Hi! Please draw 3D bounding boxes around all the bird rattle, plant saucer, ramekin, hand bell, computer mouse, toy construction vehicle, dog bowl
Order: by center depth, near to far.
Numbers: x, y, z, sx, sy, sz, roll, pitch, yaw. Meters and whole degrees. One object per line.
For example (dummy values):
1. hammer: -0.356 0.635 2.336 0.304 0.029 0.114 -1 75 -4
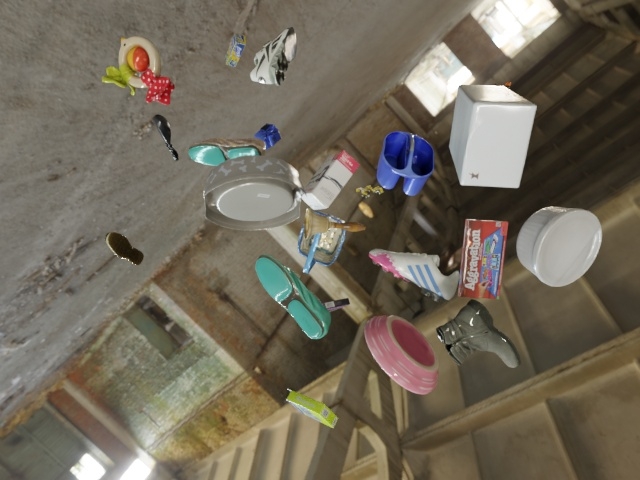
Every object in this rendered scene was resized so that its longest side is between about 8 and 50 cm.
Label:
1. dog bowl: -0.216 -0.152 1.383 0.349 0.102 0.349 -7 157 -3
2. ramekin: 0.792 0.010 1.420 0.273 0.273 0.127 -44 -153 0
3. bird rattle: -0.612 -0.579 1.426 0.143 0.254 0.206 -27 130 -57
4. computer mouse: -0.515 -0.347 1.436 0.041 0.071 0.242 -33 168 -14
5. plant saucer: 0.313 0.397 1.545 0.084 0.332 0.332 -51 -178 22
6. hand bell: 0.063 -0.061 1.688 0.126 0.242 0.126 -177 -90 -79
7. toy construction vehicle: 0.216 -0.222 1.844 0.086 0.035 0.098 -27 -148 -24

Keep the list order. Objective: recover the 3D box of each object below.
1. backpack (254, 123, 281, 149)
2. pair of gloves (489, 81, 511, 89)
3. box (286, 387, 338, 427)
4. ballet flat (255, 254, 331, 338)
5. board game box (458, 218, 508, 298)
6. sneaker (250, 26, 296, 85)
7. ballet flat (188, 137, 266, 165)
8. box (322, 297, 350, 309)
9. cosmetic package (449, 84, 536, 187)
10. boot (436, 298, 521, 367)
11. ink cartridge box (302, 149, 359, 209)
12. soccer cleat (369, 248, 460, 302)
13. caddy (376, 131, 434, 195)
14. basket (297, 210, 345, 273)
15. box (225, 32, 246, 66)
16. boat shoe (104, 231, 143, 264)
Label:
1. backpack: -0.266 -0.515 2.101 0.101 0.098 0.120 22 -122 40
2. pair of gloves: 0.645 -0.547 1.531 0.083 0.010 0.074 18 -111 44
3. box: -0.037 0.579 1.460 0.178 0.109 0.042 6 -129 41
4. ballet flat: -0.064 0.131 1.037 0.083 0.247 0.087 -42 175 27
5. board game box: 0.582 0.068 1.512 0.027 0.145 0.281 -70 163 -82
6. sneaker: -0.195 -0.768 1.731 0.122 0.146 0.330 73 29 -51
7. ballet flat: -0.352 -0.349 1.624 0.106 0.316 0.107 -70 159 -44
8. box: 0.016 0.253 1.560 0.116 0.029 0.162 -5 161 -39
9. cosmetic package: 0.512 -0.344 1.311 0.453 0.162 0.230 -65 158 -61
10. boot: 0.445 0.303 1.205 0.161 0.246 0.083 -40 -173 -7
11. ink cartridge box: 0.033 -0.254 1.794 0.237 0.100 0.172 -54 -162 -11
12. soccer cleat: 0.337 0.091 1.502 0.143 0.331 0.116 -60 158 2
13. caddy: 0.391 -0.370 1.927 0.179 0.241 0.341 108 -3 -47
14. basket: 0.000 0.000 1.890 0.289 0.201 0.254 -58 169 -75
15. box: -0.433 -0.967 2.141 0.054 0.059 0.169 2 159 -29
16. boat shoe: -0.551 0.024 1.161 0.152 0.049 0.056 71 32 -57
